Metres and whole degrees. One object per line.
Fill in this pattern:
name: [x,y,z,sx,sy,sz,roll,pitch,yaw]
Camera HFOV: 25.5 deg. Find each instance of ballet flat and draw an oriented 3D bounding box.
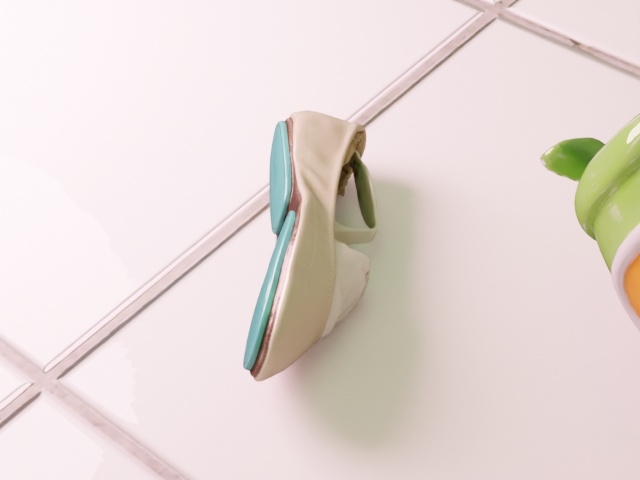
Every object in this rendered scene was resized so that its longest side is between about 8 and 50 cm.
ballet flat: [0.000,0.000,0.971,0.086,0.086,0.248,-2,45,7]

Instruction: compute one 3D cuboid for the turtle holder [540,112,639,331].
turtle holder: [0.313,-0.011,0.851,0.320,0.243,0.227,3,56,-51]
